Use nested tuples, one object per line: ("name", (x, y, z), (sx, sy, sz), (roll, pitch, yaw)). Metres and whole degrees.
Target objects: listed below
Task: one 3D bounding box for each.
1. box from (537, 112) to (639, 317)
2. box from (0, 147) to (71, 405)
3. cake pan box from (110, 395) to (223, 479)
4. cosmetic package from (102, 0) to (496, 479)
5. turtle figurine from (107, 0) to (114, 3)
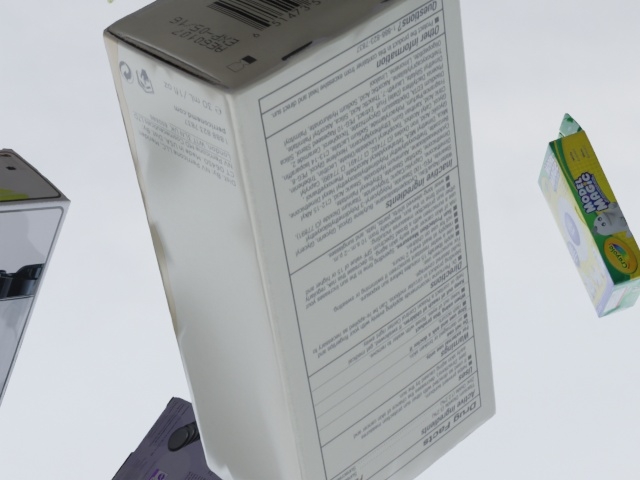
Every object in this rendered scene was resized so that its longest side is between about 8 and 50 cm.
("box", (0.256, -0.025, 1.486), (0.043, 0.105, 0.179), (-18, -110, -5))
("box", (-0.329, 0.072, 1.243), (0.087, 0.290, 0.169), (37, -154, 32))
("cake pan box", (-0.164, 0.346, 1.945), (0.245, 0.070, 0.267), (14, -121, 41))
("cosmetic package", (0.000, 0.000, 0.864), (0.160, 0.310, 0.113), (-32, -138, -30))
("turtle figurine", (-0.191, -0.294, 1.132), (0.217, 0.087, 0.269), (40, -130, -12))
